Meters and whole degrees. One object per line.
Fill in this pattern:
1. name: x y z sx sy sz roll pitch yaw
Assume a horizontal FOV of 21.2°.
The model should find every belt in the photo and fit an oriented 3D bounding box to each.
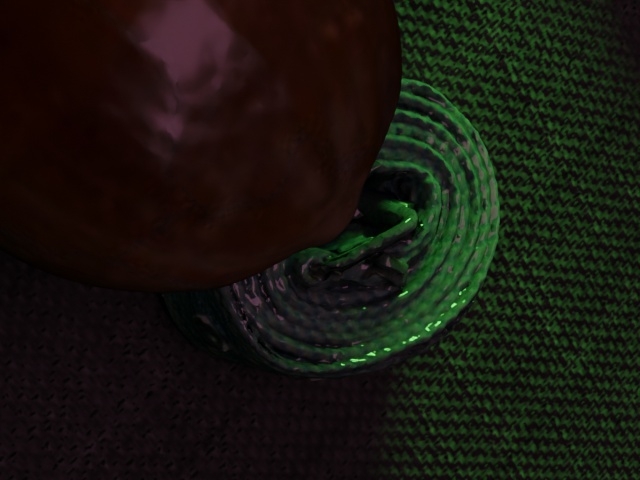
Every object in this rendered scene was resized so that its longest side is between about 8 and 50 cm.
1. belt: 0.007 -0.004 0.804 0.147 0.082 0.163 47 66 -24

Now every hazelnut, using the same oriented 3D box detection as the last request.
1. hazelnut: -0.066 -0.077 0.679 0.214 0.176 0.214 2 78 -8
